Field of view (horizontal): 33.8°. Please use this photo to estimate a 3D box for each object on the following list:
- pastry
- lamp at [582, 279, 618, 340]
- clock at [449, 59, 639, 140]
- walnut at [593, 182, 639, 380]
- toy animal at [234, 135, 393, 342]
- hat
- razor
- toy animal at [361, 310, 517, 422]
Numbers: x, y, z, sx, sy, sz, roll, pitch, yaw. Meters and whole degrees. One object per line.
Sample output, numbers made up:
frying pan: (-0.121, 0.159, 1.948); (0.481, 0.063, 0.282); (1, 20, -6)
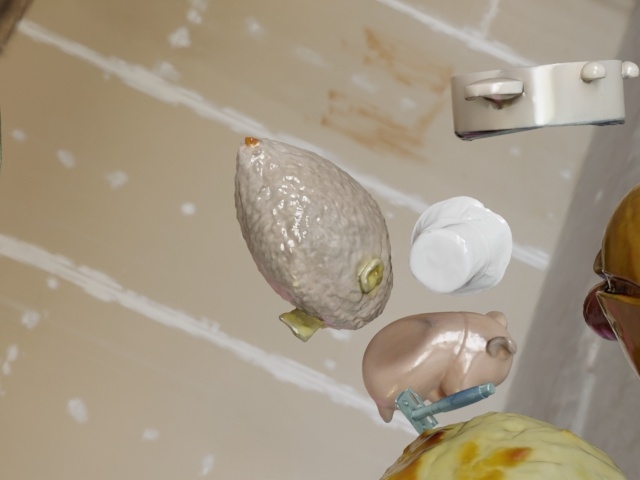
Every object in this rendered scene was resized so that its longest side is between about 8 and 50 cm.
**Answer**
pastry: (0.164, 0.366, 1.076); (0.388, 0.313, 0.388); (-172, 90, -79)
lamp: (0.357, 0.077, 1.228); (0.101, 0.090, 0.101); (-20, 11, 4)
clock: (0.195, -0.124, 0.940); (0.229, 0.156, 0.063); (-17, -76, -56)
walnut: (0.385, 0.081, 0.996); (0.209, 0.209, 0.336); (118, 137, -55)
toy animal: (-0.004, -0.004, 1.538); (0.188, 0.358, 0.226); (-32, 27, 23)
hat: (0.231, 0.027, 1.883); (0.126, 0.203, 0.203); (-30, -30, -58)
razor: (0.162, 0.200, 1.299); (0.135, 0.068, 0.040); (-29, 14, 41)
toy animal: (0.188, 0.189, 1.687); (0.166, 0.250, 0.154); (-96, -10, -60)
